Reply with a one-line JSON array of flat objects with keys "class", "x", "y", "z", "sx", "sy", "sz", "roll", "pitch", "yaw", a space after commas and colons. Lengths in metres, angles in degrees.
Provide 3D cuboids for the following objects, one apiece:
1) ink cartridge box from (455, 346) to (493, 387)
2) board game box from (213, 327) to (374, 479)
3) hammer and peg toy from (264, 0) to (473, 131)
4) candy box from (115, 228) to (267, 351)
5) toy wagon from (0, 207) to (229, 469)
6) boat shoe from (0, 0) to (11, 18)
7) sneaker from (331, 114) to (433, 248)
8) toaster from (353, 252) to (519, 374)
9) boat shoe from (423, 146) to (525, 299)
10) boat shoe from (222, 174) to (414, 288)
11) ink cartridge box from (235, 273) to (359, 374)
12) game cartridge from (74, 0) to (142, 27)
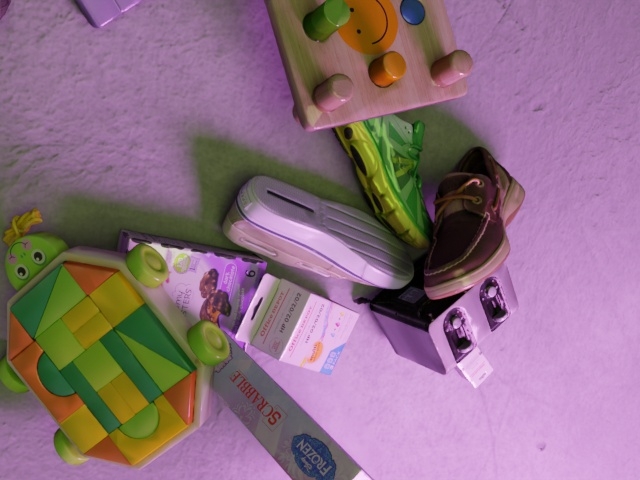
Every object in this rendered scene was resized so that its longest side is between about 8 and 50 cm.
[{"class": "ink cartridge box", "x": 0.247, "y": 0.201, "z": 1.333, "sx": 0.048, "sy": 0.028, "sz": 0.083, "roll": -43, "pitch": 113, "yaw": -11}, {"class": "board game box", "x": 0.003, "y": 0.292, "z": 1.038, "sx": 0.066, "sy": 0.318, "sz": 0.319, "roll": -45, "pitch": 131, "yaw": -9}, {"class": "hammer and peg toy", "x": 0.047, "y": -0.340, "z": 1.039, "sx": 0.265, "sy": 0.127, "sz": 0.362, "roll": -16, "pitch": 90, "yaw": -25}, {"class": "candy box", "x": -0.190, "y": 0.085, "z": 1.091, "sx": 0.196, "sy": 0.070, "sz": 0.165, "roll": 11, "pitch": 97, "yaw": -26}, {"class": "toy wagon", "x": -0.287, "y": 0.116, "z": 0.985, "sx": 0.267, "sy": 0.068, "sz": 0.344, "roll": -37, "pitch": 92, "yaw": 18}, {"class": "boat shoe", "x": -0.485, "y": -0.366, "z": 0.873, "sx": 0.112, "sy": 0.095, "sz": 0.335, "roll": -32, "pitch": 112, "yaw": 24}, {"class": "sneaker", "x": 0.113, "y": -0.116, "z": 1.166, "sx": 0.123, "sy": 0.109, "sz": 0.296, "roll": -31, "pitch": 111, "yaw": -12}, {"class": "toaster", "x": 0.181, "y": 0.100, "z": 1.212, "sx": 0.168, "sy": 0.185, "sz": 0.110, "roll": -37, "pitch": 115, "yaw": -22}, {"class": "boat shoe", "x": 0.206, "y": -0.040, "z": 1.151, "sx": 0.123, "sy": 0.123, "sz": 0.342, "roll": 57, "pitch": 38, "yaw": -13}, {"class": "boat shoe", "x": 0.000, "y": 0.000, "z": 1.155, "sx": 0.302, "sy": 0.109, "sz": 0.094, "roll": 26, "pitch": 132, "yaw": -25}, {"class": "ink cartridge box", "x": -0.030, "y": 0.122, "z": 1.133, "sx": 0.181, "sy": 0.061, "sz": 0.104, "roll": 28, "pitch": 86, "yaw": -55}, {"class": "game cartridge", "x": -0.270, "y": -0.454, "z": 0.917, "sx": 0.230, "sy": 0.068, "sz": 0.355, "roll": -41, "pitch": 126, "yaw": -17}]
